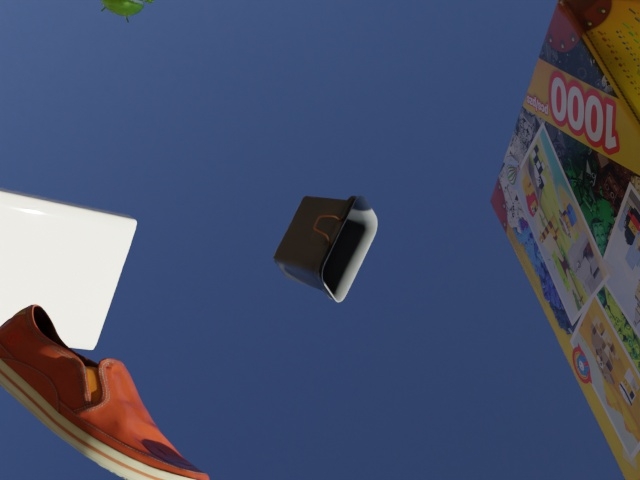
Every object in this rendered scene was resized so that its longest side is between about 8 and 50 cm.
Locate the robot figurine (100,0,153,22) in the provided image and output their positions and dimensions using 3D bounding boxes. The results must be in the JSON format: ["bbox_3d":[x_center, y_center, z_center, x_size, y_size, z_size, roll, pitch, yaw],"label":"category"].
[{"bbox_3d":[-0.261,-0.357,1.524,0.101,0.067,0.115,26,-76,15],"label":"robot figurine"}]

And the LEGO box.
[{"bbox_3d":[0.397,0.025,1.216,0.193,0.372,0.500,-12,-123,-13],"label":"LEGO box"}]

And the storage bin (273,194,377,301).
[{"bbox_3d":[0.000,0.000,1.489,0.091,0.098,0.135,12,-116,30],"label":"storage bin"}]

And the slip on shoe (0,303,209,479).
[{"bbox_3d":[-0.249,0.185,1.271,0.331,0.123,0.101,34,-98,20],"label":"slip on shoe"}]

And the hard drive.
[{"bbox_3d":[-0.477,0.040,1.741,0.047,0.353,0.233,30,-77,48],"label":"hard drive"}]
